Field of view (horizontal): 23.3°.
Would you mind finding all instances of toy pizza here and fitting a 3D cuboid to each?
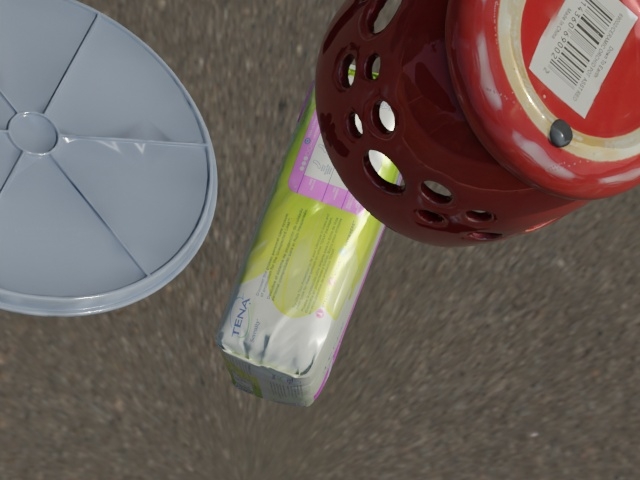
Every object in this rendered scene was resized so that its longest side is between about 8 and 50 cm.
[{"bbox_3d":[-0.149,-0.046,0.786,0.201,0.032,0.201,15,53,-20],"label":"toy pizza"}]

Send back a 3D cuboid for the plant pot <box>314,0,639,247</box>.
[{"bbox_3d":[0.117,-0.096,0.932,0.191,0.174,0.191,3,84,-28],"label":"plant pot"}]

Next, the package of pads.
[{"bbox_3d":[0.000,0.000,1.455,0.101,0.229,0.297,19,78,5],"label":"package of pads"}]
